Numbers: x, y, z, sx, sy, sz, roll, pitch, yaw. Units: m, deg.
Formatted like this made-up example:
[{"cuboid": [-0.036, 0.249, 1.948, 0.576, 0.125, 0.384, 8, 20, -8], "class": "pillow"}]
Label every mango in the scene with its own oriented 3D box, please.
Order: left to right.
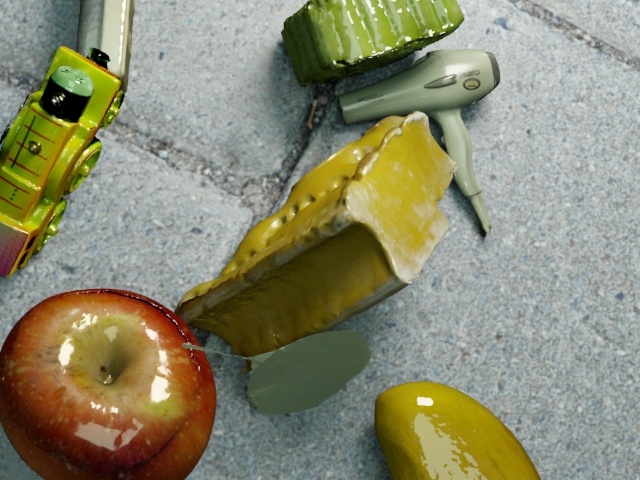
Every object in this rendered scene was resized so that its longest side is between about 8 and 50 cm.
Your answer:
[{"cuboid": [0.199, 0.336, 1.352, 0.195, 0.142, 0.332, -16, 83, -17], "class": "mango"}]

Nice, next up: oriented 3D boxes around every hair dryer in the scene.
[{"cuboid": [0.136, -0.139, 1.442, 0.229, 0.092, 0.267, 2, 92, -3], "class": "hair dryer"}]

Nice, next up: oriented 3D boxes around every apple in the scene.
[{"cuboid": [-0.259, 0.189, 1.242, 0.272, 0.206, 0.251, 22, 56, 3], "class": "apple"}]

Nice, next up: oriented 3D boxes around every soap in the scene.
[{"cuboid": [0.000, 0.000, 1.379, 0.169, 0.338, 0.304, 52, 36, -10], "class": "soap"}]

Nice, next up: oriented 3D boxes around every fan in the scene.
[{"cuboid": [-0.061, 0.153, 1.271, 0.182, 0.310, 0.010, -44, 52, 20], "class": "fan"}]

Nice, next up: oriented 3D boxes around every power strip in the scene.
[{"cuboid": [-0.281, -0.318, 1.360, 0.070, 0.105, 0.257, 5, 83, -6], "class": "power strip"}]

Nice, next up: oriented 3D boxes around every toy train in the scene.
[{"cuboid": [-0.341, -0.099, 1.258, 0.100, 0.160, 0.296, 30, 107, -2], "class": "toy train"}]

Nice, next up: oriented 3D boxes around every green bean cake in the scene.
[{"cuboid": [0.064, -0.288, 1.376, 0.214, 0.200, 0.113, -22, 96, -16], "class": "green bean cake"}]
